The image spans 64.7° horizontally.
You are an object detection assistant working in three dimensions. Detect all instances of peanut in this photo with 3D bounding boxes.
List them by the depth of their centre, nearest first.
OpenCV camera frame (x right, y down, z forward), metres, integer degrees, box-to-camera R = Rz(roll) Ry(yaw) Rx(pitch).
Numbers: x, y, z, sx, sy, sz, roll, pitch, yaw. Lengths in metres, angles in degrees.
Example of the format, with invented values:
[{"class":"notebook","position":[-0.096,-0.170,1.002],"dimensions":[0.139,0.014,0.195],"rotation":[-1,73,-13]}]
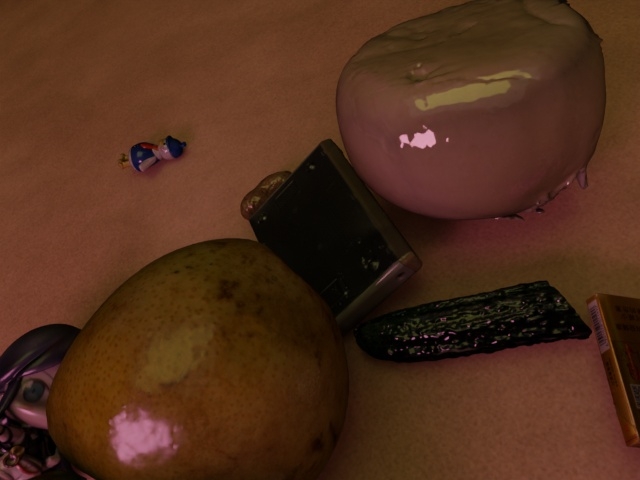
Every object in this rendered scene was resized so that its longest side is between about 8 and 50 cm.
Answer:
[{"class":"peanut","position":[-0.087,-0.076,0.848],"dimensions":[0.113,0.054,0.054],"rotation":[-44,52,-10]}]

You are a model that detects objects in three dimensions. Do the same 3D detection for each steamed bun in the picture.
[{"class":"steamed bun","position":[0.184,-0.160,0.670],"dimensions":[0.312,0.232,0.333],"rotation":[-8,36,19]}]

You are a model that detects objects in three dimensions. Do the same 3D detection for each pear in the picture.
[{"class":"pear","position":[-0.119,0.142,0.553],"dimensions":[0.304,0.304,0.303],"rotation":[-12,54,16]}]

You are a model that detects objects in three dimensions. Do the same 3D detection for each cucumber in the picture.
[{"class":"cucumber","position":[0.166,0.104,0.597],"dimensions":[0.266,0.077,0.077],"rotation":[-14,53,14]}]

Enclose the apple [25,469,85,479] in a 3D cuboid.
[{"class":"apple","position":[-0.193,0.377,0.381],"dimensions":[0.375,0.374,0.383],"rotation":[-16,67,13]}]

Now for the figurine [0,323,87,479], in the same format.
[{"class":"figurine","position":[-0.389,0.244,0.683],"dimensions":[0.197,0.175,0.265],"rotation":[11,55,35]}]

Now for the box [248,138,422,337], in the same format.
[{"class":"box","position":[0.000,0.000,0.720],"dimensions":[0.211,0.045,0.270],"rotation":[-44,48,19]}]

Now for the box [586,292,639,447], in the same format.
[{"class":"box","position":[0.332,0.131,0.514],"dimensions":[0.089,0.022,0.156],"rotation":[5,56,-7]}]

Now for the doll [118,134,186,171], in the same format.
[{"class":"doll","position":[-0.338,-0.176,1.024],"dimensions":[0.143,0.057,0.098],"rotation":[-13,43,9]}]
